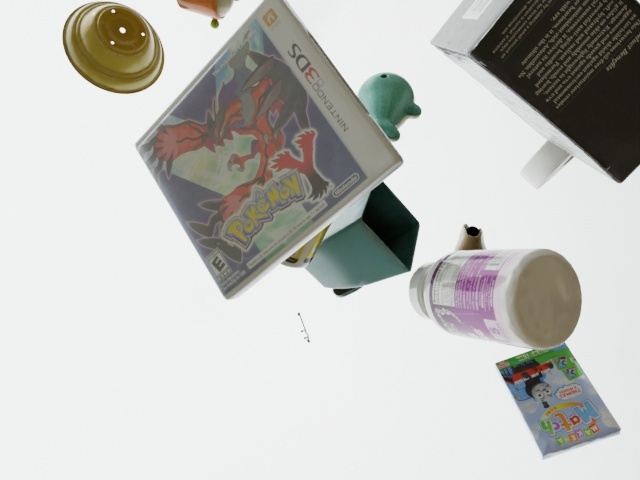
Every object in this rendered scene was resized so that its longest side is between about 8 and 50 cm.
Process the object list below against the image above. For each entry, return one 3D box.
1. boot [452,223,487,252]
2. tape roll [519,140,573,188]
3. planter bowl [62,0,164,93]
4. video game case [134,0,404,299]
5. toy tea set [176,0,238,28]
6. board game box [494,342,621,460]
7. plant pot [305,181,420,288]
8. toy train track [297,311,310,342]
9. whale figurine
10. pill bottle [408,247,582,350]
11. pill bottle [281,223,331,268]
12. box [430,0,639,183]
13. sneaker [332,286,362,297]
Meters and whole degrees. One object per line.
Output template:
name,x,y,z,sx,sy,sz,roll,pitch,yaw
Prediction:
boot,0.400,0.014,1.319,0.305,0.112,0.115,-14,-69,-72
tape roll,0.725,-0.305,1.411,0.392,0.392,0.072,-35,-107,-25
planter bowl,-0.439,-0.441,1.107,0.217,0.090,0.217,6,-101,-31
video game case,-0.058,-0.077,0.443,0.183,0.201,0.023,57,-156,12
toy tea set,-0.211,-0.574,0.942,0.124,0.336,0.200,10,-109,5
board game box,0.489,0.328,1.065,0.160,0.211,0.039,-22,-43,5
plant pot,0.074,0.004,1.147,0.166,0.234,0.165,44,-140,-20
toy train track,-0.047,0.226,1.310,0.014,0.048,0.083,-19,-88,-11
whale figurine,0.184,-0.389,1.471,0.272,0.216,0.141,-75,-16,-45
pill bottle,0.300,0.101,0.939,0.169,0.301,0.169,1,-93,-25
pill bottle,-0.031,-0.060,0.991,0.119,0.119,0.208,15,-64,-30
box,0.357,-0.277,0.776,0.294,0.296,0.182,35,-69,-14
sneaker,0.000,0.000,1.339,0.140,0.341,0.125,-41,-28,-2
